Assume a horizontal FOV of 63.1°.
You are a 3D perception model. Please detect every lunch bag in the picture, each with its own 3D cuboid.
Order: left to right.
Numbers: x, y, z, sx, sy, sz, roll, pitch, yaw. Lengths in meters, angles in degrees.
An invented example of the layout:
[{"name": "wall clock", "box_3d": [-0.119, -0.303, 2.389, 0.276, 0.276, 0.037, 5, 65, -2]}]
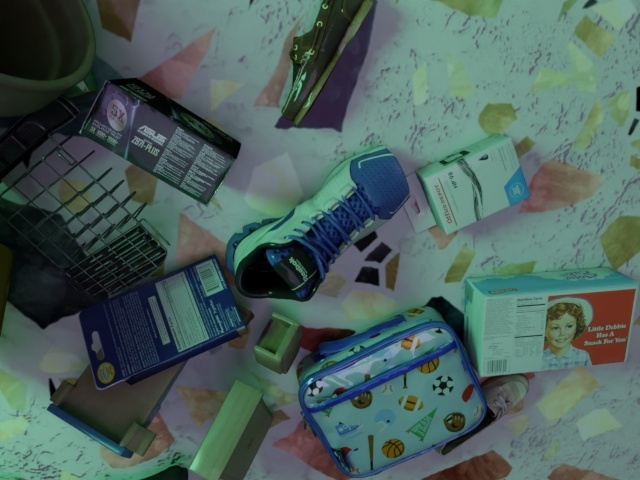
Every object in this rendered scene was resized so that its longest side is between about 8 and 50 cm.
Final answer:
[{"name": "lunch bag", "box_3d": [0.111, 0.258, 0.899, 0.304, 0.115, 0.243, -26, 107, 2]}]

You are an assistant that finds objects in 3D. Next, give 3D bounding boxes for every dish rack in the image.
[{"name": "dish rack", "box_3d": [-0.348, -0.044, 0.742, 0.208, 0.074, 0.271, -26, 117, 29]}]

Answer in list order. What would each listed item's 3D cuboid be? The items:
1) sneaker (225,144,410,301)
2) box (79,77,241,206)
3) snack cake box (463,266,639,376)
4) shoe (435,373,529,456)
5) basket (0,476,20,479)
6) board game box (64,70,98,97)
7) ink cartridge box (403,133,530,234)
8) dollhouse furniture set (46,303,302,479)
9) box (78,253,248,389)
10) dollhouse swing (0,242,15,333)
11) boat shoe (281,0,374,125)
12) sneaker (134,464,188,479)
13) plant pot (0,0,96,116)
[{"name": "sneaker", "box_3d": [-0.001, 0.001, 0.763, 0.316, 0.182, 0.127, -32, 110, 6]}, {"name": "box", "box_3d": [-0.207, -0.139, 0.713, 0.180, 0.147, 0.077, 31, 103, -14]}, {"name": "snack cake box", "box_3d": [0.388, 0.136, 0.897, 0.265, 0.089, 0.152, -4, 107, -5]}, {"name": "shoe", "box_3d": [0.297, 0.324, 0.966, 0.219, 0.058, 0.076, -36, 108, 6]}, {"name": "basket", "box_3d": [-0.691, 0.597, 0.848, 0.332, 0.266, 0.328, 2, 108, -7]}, {"name": "board game box", "box_3d": [-0.496, -0.261, 0.697, 0.318, 0.046, 0.213, -16, 110, -1]}, {"name": "ink cartridge box", "box_3d": [0.222, -0.081, 0.822, 0.180, 0.060, 0.104, -25, 109, 3]}, {"name": "dollhouse furniture set", "box_3d": [-0.226, 0.226, 0.873, 0.304, 0.198, 0.286, 23, 65, 12]}, {"name": "box", "box_3d": [-0.240, 0.124, 0.794, 0.226, 0.136, 0.036, -22, 154, -10]}, {"name": "dollhouse swing", "box_3d": [-0.565, 0.056, 0.594, 0.305, 0.347, 0.314, 9, 80, -20]}, {"name": "boat shoe", "box_3d": [-0.006, -0.266, 0.734, 0.073, 0.073, 0.206, 29, 96, -12]}, {"name": "sneaker", "box_3d": [-0.383, 0.495, 0.920, 0.331, 0.122, 0.146, -41, 109, 8]}, {"name": "plant pot", "box_3d": [-0.463, -0.224, 0.552, 0.281, 0.323, 0.323, -30, 109, 21]}]
